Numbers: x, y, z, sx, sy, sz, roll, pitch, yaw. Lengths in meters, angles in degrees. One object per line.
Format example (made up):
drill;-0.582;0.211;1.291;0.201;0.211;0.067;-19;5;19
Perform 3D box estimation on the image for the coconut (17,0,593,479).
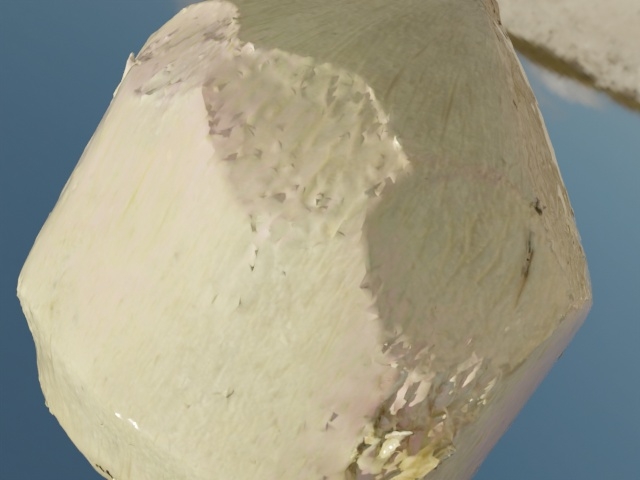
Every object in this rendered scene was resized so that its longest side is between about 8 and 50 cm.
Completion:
coconut;0.000;0.000;0.473;0.224;0.234;0.224;34;-163;-12
